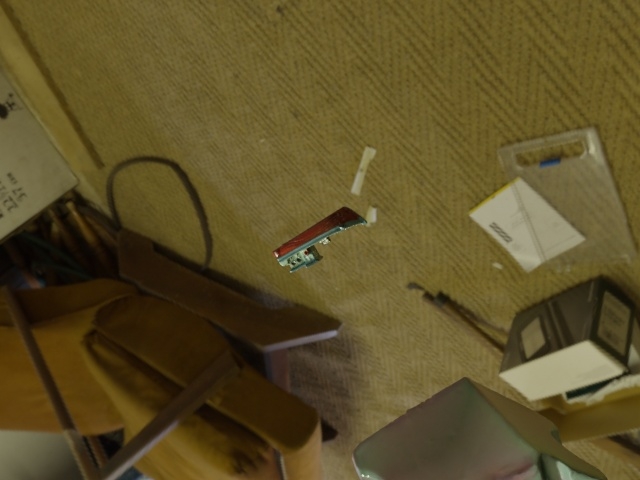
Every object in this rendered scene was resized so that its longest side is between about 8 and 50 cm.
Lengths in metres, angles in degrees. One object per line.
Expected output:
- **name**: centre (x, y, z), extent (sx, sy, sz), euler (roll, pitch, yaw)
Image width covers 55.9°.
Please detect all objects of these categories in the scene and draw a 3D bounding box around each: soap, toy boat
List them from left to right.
- **toy boat**: centre (0.000, 0.000, 1.045), extent (0.173, 0.069, 0.059), euler (-32, 90, 11)
- **soap**: centre (0.182, 0.277, 0.598), extent (0.324, 0.193, 0.109), euler (60, 178, -35)
